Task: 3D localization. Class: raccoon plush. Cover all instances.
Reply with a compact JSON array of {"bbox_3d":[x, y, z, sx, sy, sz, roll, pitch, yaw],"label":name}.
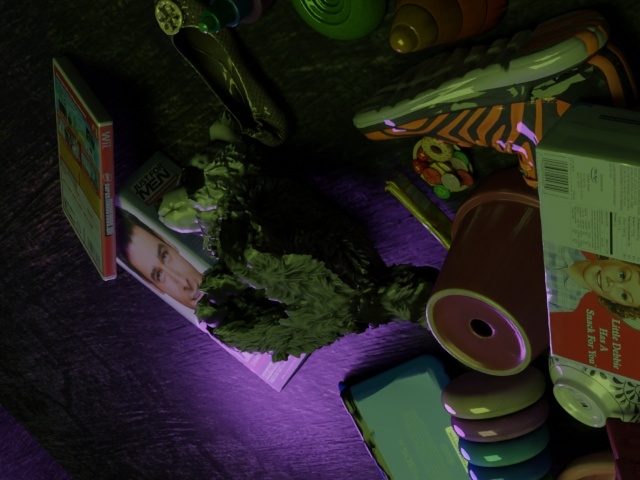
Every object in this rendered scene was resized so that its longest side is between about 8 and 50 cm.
[{"bbox_3d":[0.000,0.000,1.376,0.447,0.299,0.216,14,132,-17],"label":"raccoon plush"}]

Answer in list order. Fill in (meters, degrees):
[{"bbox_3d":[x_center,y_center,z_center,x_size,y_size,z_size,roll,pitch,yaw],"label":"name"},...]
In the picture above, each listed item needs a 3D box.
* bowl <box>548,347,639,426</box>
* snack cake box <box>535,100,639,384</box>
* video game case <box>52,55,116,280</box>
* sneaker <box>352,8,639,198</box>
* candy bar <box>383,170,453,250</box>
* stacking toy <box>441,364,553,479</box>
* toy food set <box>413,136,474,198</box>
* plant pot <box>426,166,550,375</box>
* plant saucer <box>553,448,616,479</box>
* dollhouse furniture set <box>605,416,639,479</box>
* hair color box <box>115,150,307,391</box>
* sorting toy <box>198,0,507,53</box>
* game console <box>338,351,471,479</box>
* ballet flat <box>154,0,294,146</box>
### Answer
[{"bbox_3d":[0.338,0.174,1.234,0.170,0.080,0.170,37,157,18],"label":"bowl"},{"bbox_3d":[0.297,0.012,0.956,0.152,0.089,0.264,15,134,33],"label":"snack cake box"},{"bbox_3d":[-0.357,-0.108,1.537,0.204,0.025,0.285,50,144,41],"label":"video game case"},{"bbox_3d":[0.185,-0.110,1.062,0.321,0.124,0.180,-7,122,47],"label":"sneaker"},{"bbox_3d":[0.142,-0.025,1.268,0.161,0.040,0.018,45,145,-4],"label":"candy bar"},{"bbox_3d":[0.268,0.340,1.368,0.141,0.141,0.330,-7,101,47],"label":"stacking toy"},{"bbox_3d":[0.146,-0.089,1.211,0.082,0.020,0.083,41,145,-1],"label":"toy food set"},{"bbox_3d":[0.218,0.046,1.153,0.201,0.180,0.201,26,143,22],"label":"plant pot"},{"bbox_3d":[0.476,0.392,1.372,0.332,0.084,0.332,24,141,21],"label":"plant saucer"},{"bbox_3d":[0.509,0.339,1.149,0.374,0.152,0.201,4,120,6],"label":"dollhouse furniture set"},{"bbox_3d":[-0.155,0.051,1.569,0.374,0.113,0.185,38,145,5],"label":"hair color box"},{"bbox_3d":[0.008,-0.244,1.082,0.366,0.126,0.127,10,135,36],"label":"sorting toy"},{"bbox_3d":[0.160,0.325,1.564,0.250,0.173,0.293,-28,88,25],"label":"game console"},{"bbox_3d":[-0.130,-0.218,1.297,0.250,0.058,0.084,51,143,-14],"label":"ballet flat"}]
